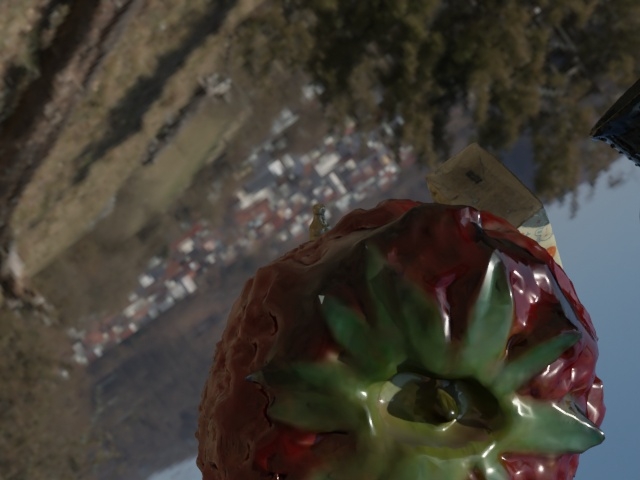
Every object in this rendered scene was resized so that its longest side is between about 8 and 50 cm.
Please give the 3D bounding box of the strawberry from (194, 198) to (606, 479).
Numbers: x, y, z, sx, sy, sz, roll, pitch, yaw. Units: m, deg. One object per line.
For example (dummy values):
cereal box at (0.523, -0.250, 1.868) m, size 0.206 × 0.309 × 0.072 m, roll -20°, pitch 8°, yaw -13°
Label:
strawberry at (0.053, 0.118, 0.859) m, size 0.291 × 0.292 × 0.310 m, roll -35°, pitch 173°, yaw 2°

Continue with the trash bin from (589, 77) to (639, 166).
trash bin at (0.395, -0.115, 1.279) m, size 0.175 × 0.161 × 0.175 m, roll -43°, pitch 179°, yaw -1°

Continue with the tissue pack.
tissue pack at (0.211, 0.003, 1.445) m, size 0.092 × 0.148 × 0.196 m, roll -35°, pitch 137°, yaw -6°

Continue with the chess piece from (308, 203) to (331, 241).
chess piece at (0.000, 0.000, 1.498) m, size 0.035 × 0.092 × 0.035 m, roll -2°, pitch -163°, yaw 1°
